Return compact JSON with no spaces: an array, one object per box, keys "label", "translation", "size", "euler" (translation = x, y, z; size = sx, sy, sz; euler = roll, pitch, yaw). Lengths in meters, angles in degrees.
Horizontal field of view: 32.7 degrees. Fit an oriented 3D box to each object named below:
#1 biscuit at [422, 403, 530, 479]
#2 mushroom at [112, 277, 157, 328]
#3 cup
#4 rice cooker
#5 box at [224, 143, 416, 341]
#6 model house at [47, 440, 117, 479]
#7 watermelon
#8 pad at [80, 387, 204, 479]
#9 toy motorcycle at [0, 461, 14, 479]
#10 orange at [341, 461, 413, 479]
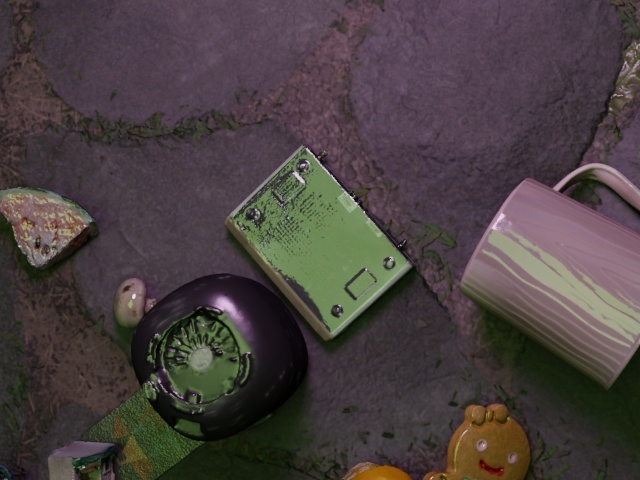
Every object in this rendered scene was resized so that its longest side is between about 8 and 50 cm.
[{"label":"biscuit","translation":[0.240,0.368,1.641],"size":[0.184,0.035,0.248],"euler":[27,82,-25]},{"label":"mushroom","translation":[-0.303,0.106,1.812],"size":[0.079,0.085,0.085],"euler":[9,90,-21]},{"label":"cup","translation":[0.381,0.031,1.580],"size":[0.273,0.208,0.288],"euler":[31,96,14]},{"label":"rice cooker","translation":[-0.157,0.182,1.691],"size":[0.267,0.224,0.267],"euler":[0,90,14]},{"label":"box","translation":[0.000,0.000,1.752],"size":[0.211,0.045,0.270],"euler":[-42,80,10]},{"label":"model house","translation":[-0.392,0.392,1.798],"size":[0.088,0.101,0.100],"euler":[1,93,16]},{"label":"watermelon","translation":[-0.470,-0.021,1.855],"size":[0.187,0.071,0.139],"euler":[15,98,5]},{"label":"pad","translation":[-0.289,0.325,1.829],"size":[0.211,0.003,0.143],"euler":[-39,80,9]},{"label":"toy motorcycle","translation":[-0.566,0.507,1.824],"size":[0.206,0.154,0.260],"euler":[42,94,-12]},{"label":"orange","translation":[0.092,0.411,1.666],"size":[0.134,0.156,0.156],"euler":[-9,86,-7]}]
